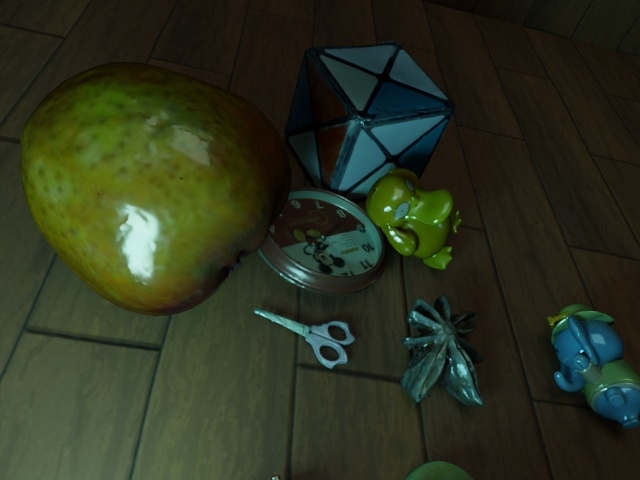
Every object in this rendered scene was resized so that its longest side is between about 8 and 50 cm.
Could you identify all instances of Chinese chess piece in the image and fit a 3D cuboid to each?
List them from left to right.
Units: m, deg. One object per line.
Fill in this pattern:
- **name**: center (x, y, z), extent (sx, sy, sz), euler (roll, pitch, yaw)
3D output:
- **Chinese chess piece**: center (0.201, 0.443, 0.931), extent (0.144, 0.058, 0.144), euler (8, 45, -8)

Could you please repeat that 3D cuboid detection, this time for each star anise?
- **star anise**: center (0.243, 0.221, 1.131), extent (0.198, 0.110, 0.258), euler (25, 49, -16)

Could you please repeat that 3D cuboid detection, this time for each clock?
- **clock**: center (0.000, 0.000, 1.280), extent (0.318, 0.080, 0.318), euler (14, 41, -13)

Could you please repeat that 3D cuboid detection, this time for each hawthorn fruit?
- **hawthorn fruit**: center (-0.296, -0.102, 1.018), extent (0.471, 0.472, 0.472), euler (10, 45, -10)

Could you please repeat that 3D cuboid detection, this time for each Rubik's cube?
- **Rubik's cube**: center (0.119, -0.308, 1.457), extent (0.310, 0.305, 0.307), euler (-12, 53, -28)

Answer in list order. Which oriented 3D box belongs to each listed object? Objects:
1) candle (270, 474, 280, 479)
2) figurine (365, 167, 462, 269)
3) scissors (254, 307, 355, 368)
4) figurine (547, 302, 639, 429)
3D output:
- **candle**: center (-0.039, 0.424, 0.873), extent (0.052, 0.052, 0.131), euler (-21, 56, -33)
- **figurine**: center (0.217, -0.052, 1.306), extent (0.215, 0.228, 0.215), euler (-9, 59, 15)
- **scissors**: center (-0.036, 0.182, 1.130), extent (0.212, 0.021, 0.110), euler (21, 47, 2)
- **figurine**: center (0.575, 0.252, 1.178), extent (0.180, 0.154, 0.262), euler (17, 39, -18)
